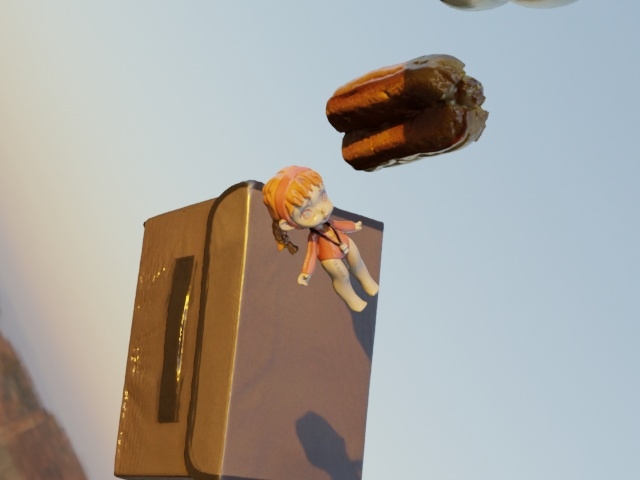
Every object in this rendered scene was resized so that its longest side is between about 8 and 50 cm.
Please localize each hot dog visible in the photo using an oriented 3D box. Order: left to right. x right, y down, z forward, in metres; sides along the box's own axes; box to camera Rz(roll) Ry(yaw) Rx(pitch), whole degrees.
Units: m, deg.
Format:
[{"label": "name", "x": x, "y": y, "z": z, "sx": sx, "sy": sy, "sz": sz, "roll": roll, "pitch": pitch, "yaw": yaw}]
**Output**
[{"label": "hot dog", "x": 0.057, "y": -0.088, "z": 0.923, "sx": 0.165, "sy": 0.045, "sz": 0.071, "roll": -10, "pitch": -78, "yaw": 62}]

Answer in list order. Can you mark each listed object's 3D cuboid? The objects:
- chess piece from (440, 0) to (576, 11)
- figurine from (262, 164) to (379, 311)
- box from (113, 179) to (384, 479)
[{"label": "chess piece", "x": 0.210, "y": -0.204, "z": 0.718, "sx": 0.300, "sy": 0.167, "sz": 0.167, "roll": 7, "pitch": -48, "yaw": 28}, {"label": "figurine", "x": 0.000, "y": 0.000, "z": 0.865, "sx": 0.047, "sy": 0.064, "sz": 0.109, "roll": 0, "pitch": -49, "yaw": 50}, {"label": "box", "x": -0.061, "y": 0.097, "z": 1.176, "sx": 0.153, "sy": 0.188, "sz": 0.252, "roll": -9, "pitch": -108, "yaw": 42}]
